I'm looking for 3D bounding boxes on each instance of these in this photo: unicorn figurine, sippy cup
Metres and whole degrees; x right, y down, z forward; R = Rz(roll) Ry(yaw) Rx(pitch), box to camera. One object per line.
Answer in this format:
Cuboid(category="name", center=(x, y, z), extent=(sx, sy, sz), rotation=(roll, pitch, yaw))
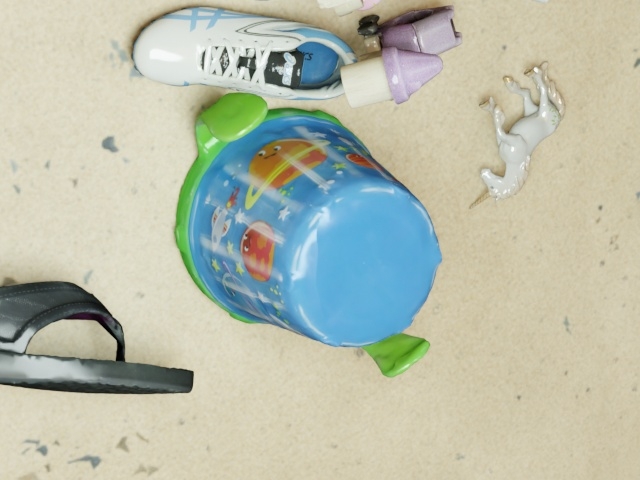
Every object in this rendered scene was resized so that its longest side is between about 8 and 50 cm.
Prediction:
Cuboid(category="unicorn figurine", center=(0.217, -0.117, 1.724), extent=(0.162, 0.060, 0.111), rotation=(-37, 116, -12))
Cuboid(category="sippy cup", center=(0.000, 0.000, 1.562), extent=(0.305, 0.224, 0.240), rotation=(15, 98, -29))

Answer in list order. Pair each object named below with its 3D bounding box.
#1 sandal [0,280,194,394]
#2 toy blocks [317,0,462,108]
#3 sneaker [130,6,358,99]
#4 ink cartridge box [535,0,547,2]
Cuboid(category="sandal", center=(-0.316, 0.081, 1.478), extent=(0.446, 0.167, 0.107), rotation=(12, 82, -28))
Cuboid(category="toy blocks", center=(0.127, -0.294, 1.466), extent=(0.260, 0.288, 0.309), rotation=(-14, 112, 10))
Cuboid(category="sneaker", center=(-0.070, -0.184, 1.556), extent=(0.237, 0.086, 0.085), rotation=(1, 106, -24))
Cuboid(category="ink cartridge box", center=(0.212, -0.431, 1.631), extent=(0.165, 0.065, 0.333), rotation=(-37, 118, -12))
